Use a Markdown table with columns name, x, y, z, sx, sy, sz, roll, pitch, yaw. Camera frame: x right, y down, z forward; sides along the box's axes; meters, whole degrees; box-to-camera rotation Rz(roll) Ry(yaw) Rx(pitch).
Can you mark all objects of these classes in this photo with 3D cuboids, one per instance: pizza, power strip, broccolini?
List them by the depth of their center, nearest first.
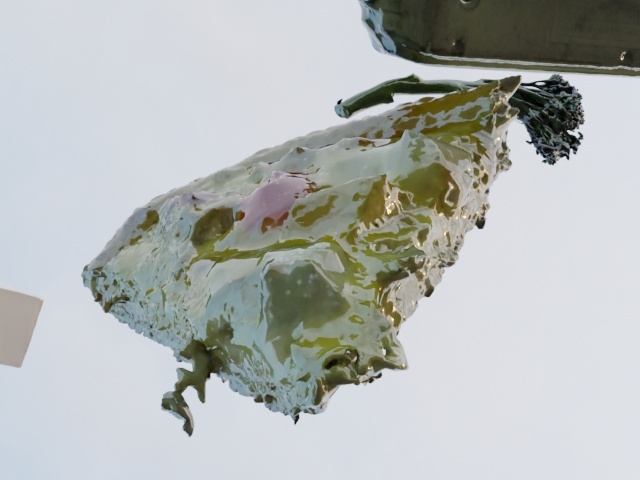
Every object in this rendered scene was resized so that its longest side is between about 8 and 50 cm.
| name | x | y | z | sx | sy | sz | roll | pitch | yaw |
| --- | --- | --- | --- | --- | --- | --- | --- | --- | --- |
| pizza | 0.000 | 0.000 | 0.627 | 0.280 | 0.287 | 0.075 | -24 | -71 | 0 |
| power strip | 0.165 | -0.151 | 0.789 | 0.388 | 0.066 | 0.092 | -1 | -74 | -33 |
| broccolini | 0.149 | -0.119 | 1.267 | 0.272 | 0.123 | 0.062 | -3 | -54 | -16 |

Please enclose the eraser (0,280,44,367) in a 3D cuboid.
| name | x | y | z | sx | sy | sz | roll | pitch | yaw |
| --- | --- | --- | --- | --- | --- | --- | --- | --- | --- |
| eraser | -0.390 | 0.051 | 1.135 | 0.298 | 0.078 | 0.076 | 22 | -95 | -55 |
